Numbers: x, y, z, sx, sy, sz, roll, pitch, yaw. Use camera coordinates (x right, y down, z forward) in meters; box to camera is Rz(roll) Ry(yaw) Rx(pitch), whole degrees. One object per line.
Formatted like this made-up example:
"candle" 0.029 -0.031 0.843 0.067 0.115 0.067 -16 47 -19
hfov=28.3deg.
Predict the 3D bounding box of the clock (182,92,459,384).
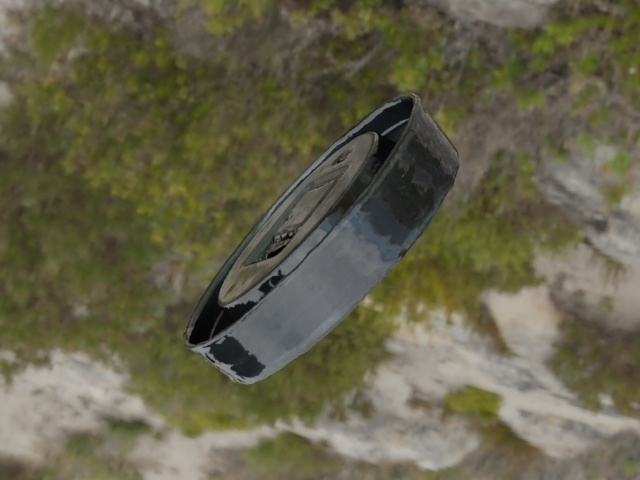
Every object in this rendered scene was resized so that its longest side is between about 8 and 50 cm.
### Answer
"clock" 0.000 0.000 0.688 0.040 0.184 0.184 42 157 -12
